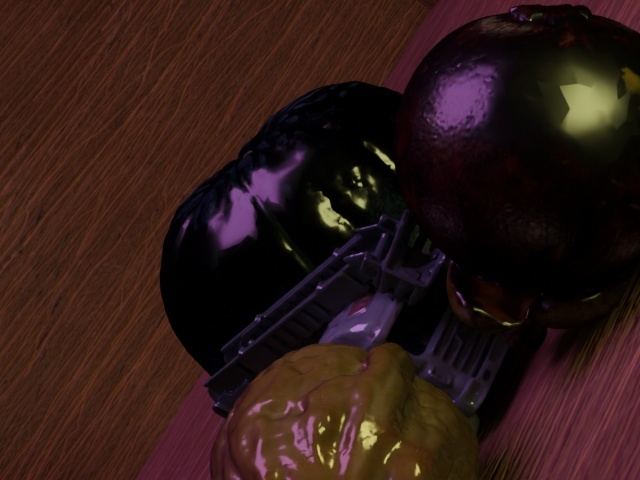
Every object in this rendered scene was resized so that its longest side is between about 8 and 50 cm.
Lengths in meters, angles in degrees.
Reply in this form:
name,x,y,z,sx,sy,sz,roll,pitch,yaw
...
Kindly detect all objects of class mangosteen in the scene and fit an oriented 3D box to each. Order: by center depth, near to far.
name,x,y,z,sx,sy,sz,roll,pitch,yaw
mangosteen,0.163,-0.041,1.120,0.228,0.228,0.265,-76,-13,-71

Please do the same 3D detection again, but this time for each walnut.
name,x,y,z,sx,sy,sz,roll,pitch,yaw
walnut,0.018,0.168,1.081,0.198,0.198,0.245,-52,4,24

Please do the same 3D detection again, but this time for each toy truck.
name,x,y,z,sx,sy,sz,roll,pitch,yaw
toy truck,0.035,0.105,1.299,0.338,0.184,0.133,-45,13,54

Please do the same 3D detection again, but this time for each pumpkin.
name,x,y,z,sx,sy,sz,roll,pitch,yaw
pumpkin,0.000,0.000,1.625,0.363,0.266,0.363,-44,13,12
